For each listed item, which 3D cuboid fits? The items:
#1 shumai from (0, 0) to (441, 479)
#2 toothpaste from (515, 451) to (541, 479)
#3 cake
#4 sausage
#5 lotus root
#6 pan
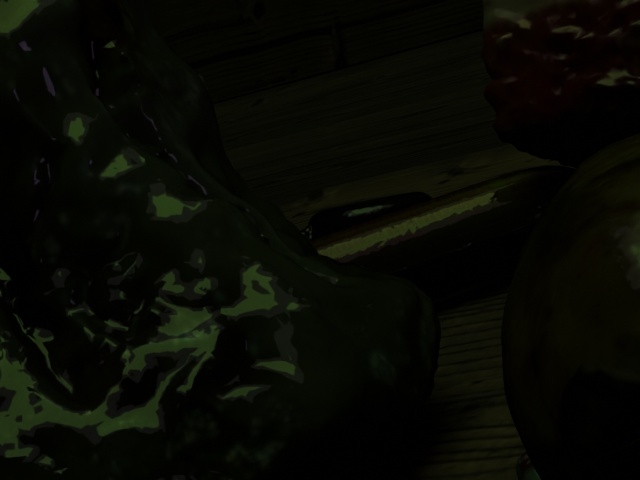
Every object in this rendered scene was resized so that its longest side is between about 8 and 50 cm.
[{"bbox_3d":[-0.159,0.002,0.810,0.397,0.323,0.324,-17,9,8],"label":"shumai"},{"bbox_3d":[0.100,0.114,0.580,0.062,0.039,0.239,-23,7,13],"label":"toothpaste"},{"bbox_3d":[0.279,-0.217,1.068,0.269,0.320,0.270,-11,-15,35],"label":"cake"},{"bbox_3d":[0.042,0.017,1.052,0.371,0.082,0.082,-18,11,-7],"label":"sausage"},{"bbox_3d":[0.145,0.041,0.535,0.141,0.169,0.314,-53,3,15],"label":"lotus root"},{"bbox_3d":[-0.001,-0.003,1.320,0.212,0.040,0.115,-20,6,-12],"label":"pan"}]
